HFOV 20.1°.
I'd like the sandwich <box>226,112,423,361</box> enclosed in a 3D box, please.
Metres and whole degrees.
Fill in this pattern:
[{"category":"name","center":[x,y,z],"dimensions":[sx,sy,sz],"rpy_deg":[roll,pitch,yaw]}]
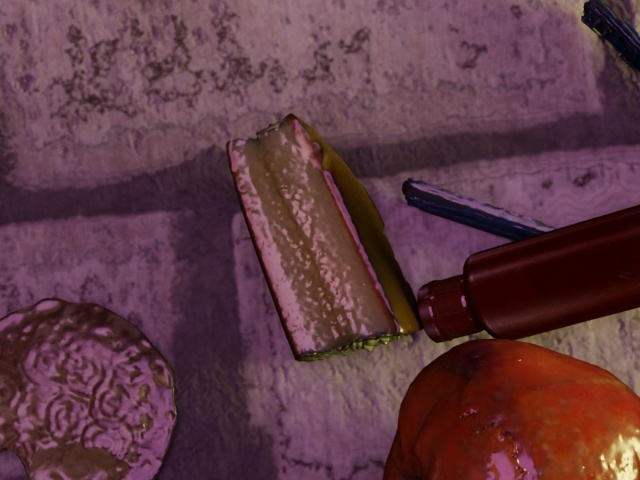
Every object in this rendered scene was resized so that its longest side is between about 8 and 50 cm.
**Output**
[{"category":"sandwich","center":[0.000,0.000,1.748],"dimensions":[0.122,0.128,0.236],"rpy_deg":[-21,83,10]}]

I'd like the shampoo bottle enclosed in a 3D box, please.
[{"category":"shampoo bottle","center":[0.220,0.037,1.707],"dimensions":[0.260,0.064,0.102],"rpy_deg":[-16,122,24]}]

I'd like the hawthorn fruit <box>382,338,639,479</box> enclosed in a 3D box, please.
[{"category":"hawthorn fruit","center":[0.217,0.226,1.631],"dimensions":[0.307,0.276,0.276],"rpy_deg":[4,83,-7]}]

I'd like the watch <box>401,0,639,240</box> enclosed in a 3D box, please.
[{"category":"watch","center":[0.267,-0.052,1.751],"dimensions":[0.274,0.068,0.276],"rpy_deg":[44,91,9]}]

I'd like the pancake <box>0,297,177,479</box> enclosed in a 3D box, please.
[{"category":"pancake","center":[-0.252,0.167,1.804],"dimensions":[0.212,0.029,0.235],"rpy_deg":[-41,80,0]}]
